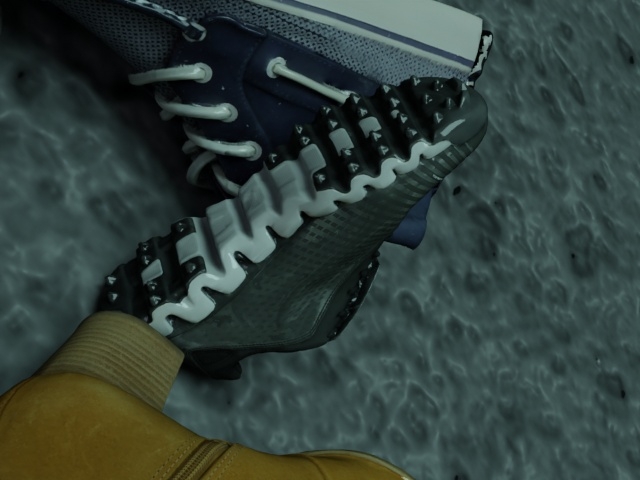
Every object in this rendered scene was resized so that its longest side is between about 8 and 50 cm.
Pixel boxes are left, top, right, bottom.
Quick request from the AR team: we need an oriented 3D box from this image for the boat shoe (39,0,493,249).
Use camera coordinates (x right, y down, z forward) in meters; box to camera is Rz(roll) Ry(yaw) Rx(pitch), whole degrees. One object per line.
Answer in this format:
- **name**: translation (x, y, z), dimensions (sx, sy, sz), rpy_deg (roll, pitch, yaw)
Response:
- **boat shoe**: translation (-0.055, -0.088, 0.678), dimensions (0.341, 0.127, 0.158), rpy_deg (11, 94, -29)

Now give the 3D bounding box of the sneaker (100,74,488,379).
- **sneaker**: translation (0.000, 0.000, 0.652), dimensions (0.106, 0.234, 0.078), rpy_deg (48, 13, -37)

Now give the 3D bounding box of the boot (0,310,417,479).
- **boot**: translation (-0.039, 0.172, 0.555), dimensions (0.295, 0.104, 0.211), rpy_deg (37, 27, -11)

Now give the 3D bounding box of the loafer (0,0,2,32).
- **loafer**: translation (-0.207, -0.159, 0.653), dimensions (0.045, 0.039, 0.125), rpy_deg (27, 50, -72)
